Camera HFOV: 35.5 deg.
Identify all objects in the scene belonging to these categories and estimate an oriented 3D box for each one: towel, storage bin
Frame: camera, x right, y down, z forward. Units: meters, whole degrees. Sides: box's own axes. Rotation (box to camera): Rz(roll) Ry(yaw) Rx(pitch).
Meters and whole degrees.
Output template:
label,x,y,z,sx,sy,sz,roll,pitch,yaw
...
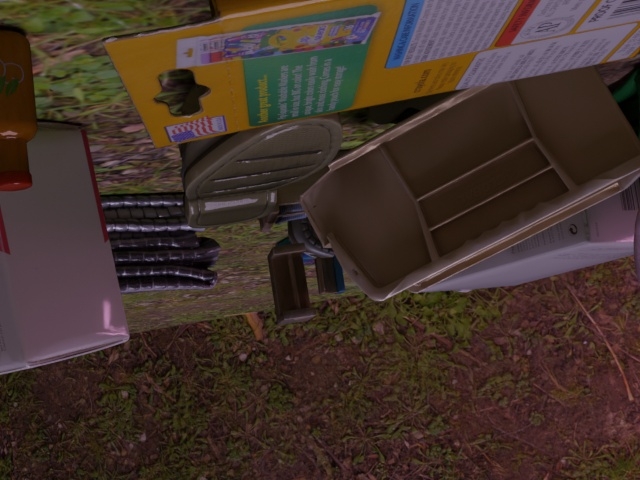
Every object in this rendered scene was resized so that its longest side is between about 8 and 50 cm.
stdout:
label,x,y,z,sx,sy,sz,roll,pitch,yaw
towel,-0.288,0.025,1.296,0.284,0.121,0.235,-4,172,-28
storage bin,0.140,-0.049,0.898,0.260,0.123,0.262,-28,173,10

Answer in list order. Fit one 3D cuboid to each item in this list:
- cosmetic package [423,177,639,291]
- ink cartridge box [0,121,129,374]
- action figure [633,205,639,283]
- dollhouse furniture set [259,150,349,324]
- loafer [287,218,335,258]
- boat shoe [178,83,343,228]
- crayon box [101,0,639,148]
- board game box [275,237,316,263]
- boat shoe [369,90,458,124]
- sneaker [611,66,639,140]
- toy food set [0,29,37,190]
label,x,y,z,sx,sy,sz,roll,pitch,yaw
cosmetic package,0.294,-0.031,1.360,0.197,0.155,0.365,-2,171,-31
ink cartridge box,-0.329,0.025,0.943,0.283,0.207,0.117,-14,178,40
action figure,0.446,-0.080,0.732,0.370,0.248,0.276,5,-153,43
dollhouse furniture set,0.000,0.000,1.180,0.129,0.183,0.129,-7,172,-9
loafer,0.033,-0.008,1.471,0.087,0.094,0.251,-20,166,38
boat shoe,-0.067,-0.087,0.799,0.113,0.103,0.302,-8,172,-19
crayon box,0.047,-0.142,0.559,0.323,0.083,0.203,-12,172,-4
board game box,0.032,0.004,1.714,0.160,0.047,0.210,-5,172,-22
boat shoe,0.092,-0.130,0.862,0.043,0.049,0.137,-7,175,-28
sneaker,0.369,-0.123,0.964,0.123,0.109,0.295,-2,169,-37
toy food set,-0.309,-0.073,0.653,0.232,0.104,0.111,-4,171,-25
